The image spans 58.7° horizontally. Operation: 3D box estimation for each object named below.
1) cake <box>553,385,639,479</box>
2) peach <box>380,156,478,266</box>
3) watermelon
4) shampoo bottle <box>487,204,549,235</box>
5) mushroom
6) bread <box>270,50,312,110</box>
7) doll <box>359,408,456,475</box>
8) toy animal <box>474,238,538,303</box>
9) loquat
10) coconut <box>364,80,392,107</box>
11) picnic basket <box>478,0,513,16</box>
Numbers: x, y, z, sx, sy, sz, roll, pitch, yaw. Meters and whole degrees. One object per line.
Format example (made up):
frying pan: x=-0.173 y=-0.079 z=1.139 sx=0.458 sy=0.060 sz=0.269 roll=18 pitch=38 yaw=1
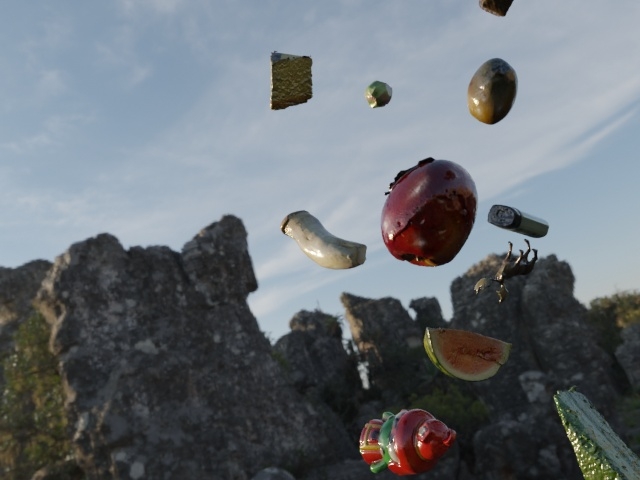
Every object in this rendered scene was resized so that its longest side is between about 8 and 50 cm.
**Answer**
cake: x=0.518 y=0.404 z=1.085 sx=0.100 sy=0.235 sz=0.099 roll=4 pitch=-49 yaw=-38
peach: x=0.425 y=-0.106 z=2.141 sx=0.339 sy=0.417 sz=0.353 roll=33 pitch=-21 yaw=-29
watermelon: x=0.453 y=0.387 z=1.813 sx=0.303 sy=0.128 sz=0.159 roll=14 pitch=-50 yaw=-12
shampoo bottle: x=0.660 y=-0.065 z=1.927 sx=0.134 sy=0.078 sz=0.359 roll=18 pitch=6 yaw=36
mushroom: x=0.000 y=0.000 z=1.668 sx=0.123 sy=0.351 sz=0.095 roll=-42 pitch=-50 yaw=-14
bread: x=-0.092 y=-0.427 z=1.543 sx=0.127 sy=0.147 sz=0.152 roll=8 pitch=29 yaw=10
doll: x=0.256 y=0.571 z=1.613 sx=0.160 sy=0.183 sz=0.363 roll=34 pitch=-34 yaw=-13
toy animal: x=0.598 y=0.100 z=1.798 sx=0.214 sy=0.094 sz=0.186 roll=-6 pitch=-55 yaw=-34
loquat: x=0.608 y=-0.527 z=2.011 sx=0.179 sy=0.179 sz=0.227 roll=-9 pitch=-58 yaw=-29
coconut: x=0.166 y=-0.419 z=1.636 sx=0.082 sy=0.083 sz=0.081 roll=18 pitch=-75 yaw=-58
picnic basket: x=0.611 y=-0.840 z=1.871 sx=0.110 sy=0.055 sz=0.193 roll=22 pitch=-64 yaw=-9
